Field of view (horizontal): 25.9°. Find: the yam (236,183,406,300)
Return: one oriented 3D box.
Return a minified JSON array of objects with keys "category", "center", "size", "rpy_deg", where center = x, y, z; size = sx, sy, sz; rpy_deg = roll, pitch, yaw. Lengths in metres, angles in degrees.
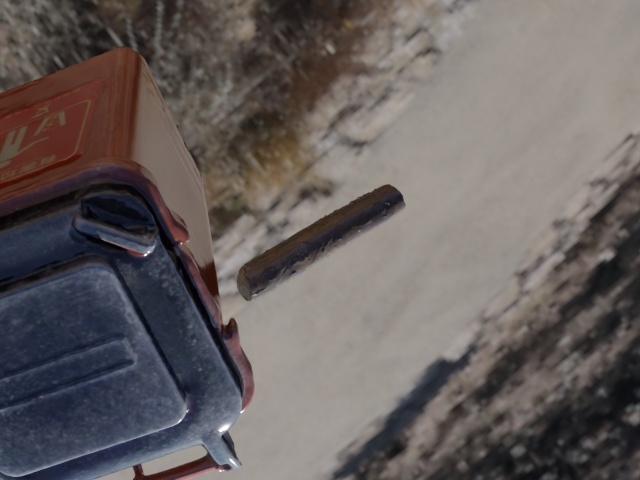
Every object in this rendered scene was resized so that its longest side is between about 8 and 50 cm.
[{"category":"yam","center":[0.000,0.000,1.051],"size":[0.145,0.032,0.032],"rpy_deg":[-30,154,-21]}]

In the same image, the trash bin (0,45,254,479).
[{"category":"trash bin","center":[-0.127,0.014,0.756],"size":[0.161,0.238,0.184],"rpy_deg":[-19,119,8]}]
